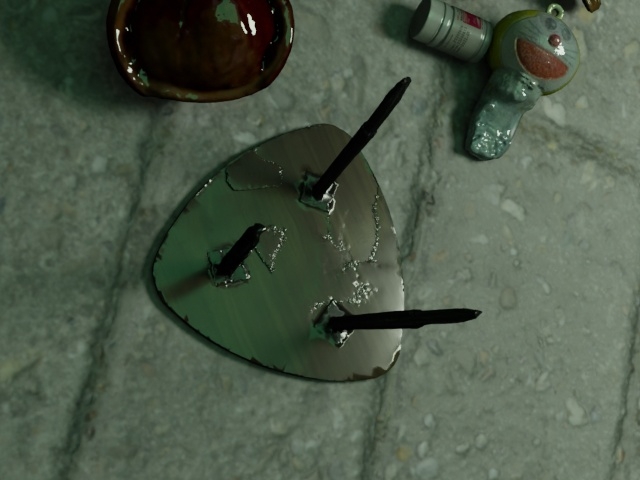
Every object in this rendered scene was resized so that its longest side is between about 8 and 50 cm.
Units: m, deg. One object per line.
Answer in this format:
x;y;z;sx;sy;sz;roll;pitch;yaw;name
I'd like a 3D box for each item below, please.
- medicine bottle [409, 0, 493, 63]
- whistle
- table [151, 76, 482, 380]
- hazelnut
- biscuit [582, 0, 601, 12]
0.165;-0.265;1.638;0.091;0.058;0.058;19;71;-18;medicine bottle
0.253;-0.203;1.638;0.123;0.123;0.223;30;82;-14;whistle
0.000;0.000;1.399;0.317;0.249;0.317;6;75;-22;table
-0.139;-0.233;1.446;0.202;0.160;0.170;-14;85;-31;hazelnut
0.326;-0.383;1.712;0.026;0.124;0.175;-27;99;13;biscuit
